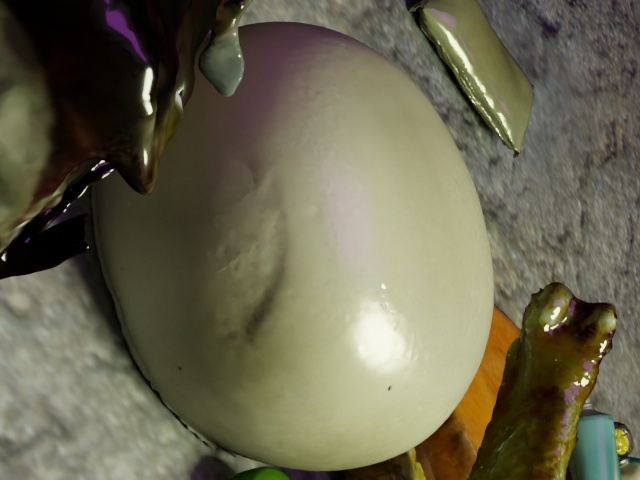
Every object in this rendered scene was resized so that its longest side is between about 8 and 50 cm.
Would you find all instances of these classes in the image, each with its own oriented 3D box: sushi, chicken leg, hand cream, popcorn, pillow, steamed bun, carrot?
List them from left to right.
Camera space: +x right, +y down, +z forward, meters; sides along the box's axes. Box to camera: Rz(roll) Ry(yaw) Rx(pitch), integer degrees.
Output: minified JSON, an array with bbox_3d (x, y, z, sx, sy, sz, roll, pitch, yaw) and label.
[{"bbox_3d":[-0.196,-0.135,0.857,0.294,0.300,0.281,-68,147,-57],"label":"sushi"},{"bbox_3d":[0.000,0.000,1.244,0.324,0.206,0.324,42,37,-43],"label":"steamed bun"},{"bbox_3d":[0.048,0.186,1.377,0.082,0.057,0.083,45,32,-53],"label":"popcorn"},{"bbox_3d":[0.168,-0.194,1.872,0.208,0.053,0.119,53,29,-26],"label":"pillow"},{"bbox_3d":[0.120,0.221,1.307,0.140,0.211,0.361,35,53,-13],"label":"chicken leg"},{"bbox_3d":[0.151,0.172,1.536,0.307,0.100,0.258,62,25,-18],"label":"carrot"},{"bbox_3d":[0.244,0.244,1.513,0.083,0.048,0.224,16,61,-63],"label":"hand cream"}]

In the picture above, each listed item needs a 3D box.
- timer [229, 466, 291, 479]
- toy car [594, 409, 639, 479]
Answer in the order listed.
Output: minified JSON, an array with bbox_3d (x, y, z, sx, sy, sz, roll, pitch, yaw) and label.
[{"bbox_3d":[-0.028,0.232,1.210,0.140,0.047,0.128,51,34,-35],"label":"timer"},{"bbox_3d":[0.254,0.241,1.679,0.161,0.126,0.098,56,46,-16],"label":"toy car"}]
